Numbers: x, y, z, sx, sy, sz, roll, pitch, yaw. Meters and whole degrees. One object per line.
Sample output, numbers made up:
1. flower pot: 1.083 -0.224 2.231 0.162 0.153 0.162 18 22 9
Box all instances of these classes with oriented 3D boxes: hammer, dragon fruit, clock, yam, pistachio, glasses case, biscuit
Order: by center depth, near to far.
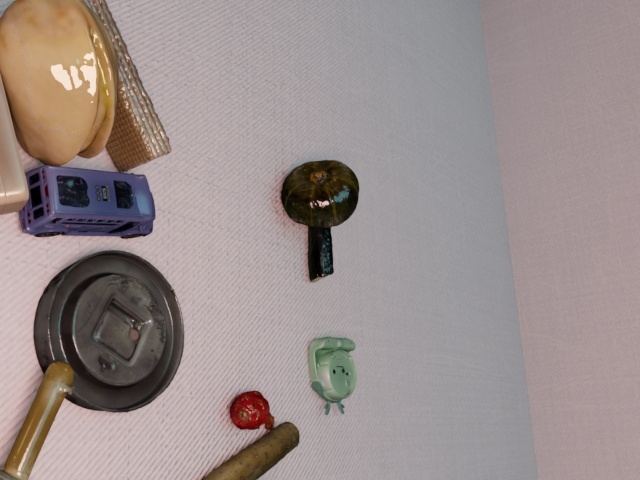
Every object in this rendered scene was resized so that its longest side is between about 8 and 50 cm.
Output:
1. hammer: -0.486 0.346 1.122 0.202 0.113 0.305 46 51 -39
2. glasses case: -0.587 -0.215 1.170 0.076 0.144 0.337 -14 88 -30
3. pistachio: -0.485 -0.303 1.260 0.229 0.238 0.321 -25 125 -52
4. clock: -0.410 0.180 1.341 0.319 0.066 0.319 24 58 -48
5. biscuit: -0.454 -0.358 1.412 0.078 0.144 0.426 -38 108 -51
6. yam: -0.171 0.515 1.533 0.371 0.083 0.083 -25 98 -54
7. dragon fruit: -0.156 0.407 1.601 0.190 0.094 0.094 51 37 -63
8. clock: 0.040 0.376 1.877 0.159 0.066 0.211 12 69 -50

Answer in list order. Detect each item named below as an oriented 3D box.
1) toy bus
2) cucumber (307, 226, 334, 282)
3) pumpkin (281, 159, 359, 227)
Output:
1. toy bus: -0.436 -0.076 1.339 0.292 0.133 0.126 1 76 -53
2. cucumber: -0.001 0.000 1.950 0.074 0.074 0.241 20 62 -49
3. pumpkin: 0.001 -0.128 1.885 0.157 0.223 0.224 88 21 -44
